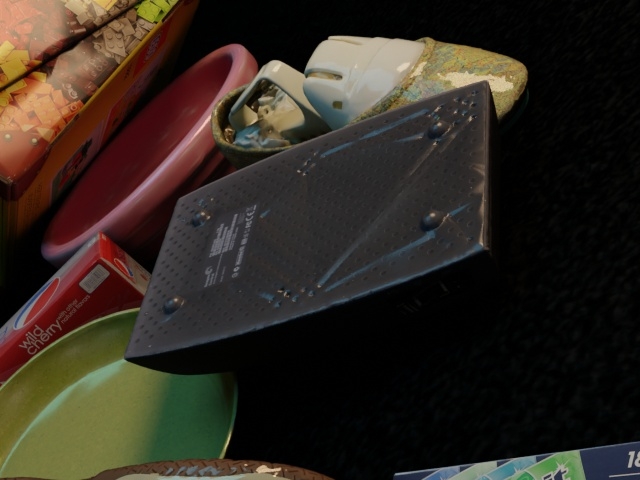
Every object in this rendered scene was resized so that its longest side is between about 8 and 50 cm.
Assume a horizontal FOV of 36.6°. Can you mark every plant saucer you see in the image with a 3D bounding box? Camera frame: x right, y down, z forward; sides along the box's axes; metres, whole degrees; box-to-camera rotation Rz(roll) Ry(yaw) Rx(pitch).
[{"bbox_3d":[-0.183,-0.083,1.125,0.332,0.084,0.332,-37,25,20],"label":"plant saucer"},{"bbox_3d":[-0.155,0.150,0.662,0.241,0.037,0.241,-19,40,16],"label":"plant saucer"}]

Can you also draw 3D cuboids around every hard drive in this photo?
[{"bbox_3d":[0.000,0.000,0.630,0.255,0.054,0.172,-19,39,27],"label":"hard drive"}]

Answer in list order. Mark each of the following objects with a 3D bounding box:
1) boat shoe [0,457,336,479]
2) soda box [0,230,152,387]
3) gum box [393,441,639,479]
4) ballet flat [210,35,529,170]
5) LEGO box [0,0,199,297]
[{"bbox_3d":[-0.103,0.176,0.515,0.258,0.095,0.095,-12,61,26],"label":"boat shoe"},{"bbox_3d":[-0.278,0.118,0.951,0.263,0.083,0.092,-44,22,3],"label":"soda box"},{"bbox_3d":[0.064,0.161,0.330,0.157,0.041,0.184,-22,31,45],"label":"gum box"},{"bbox_3d":[0.012,-0.108,0.783,0.349,0.123,0.123,-5,45,58],"label":"ballet flat"},{"bbox_3d":[-0.360,-0.176,1.252,0.372,0.193,0.500,-56,5,-25],"label":"LEGO box"}]
